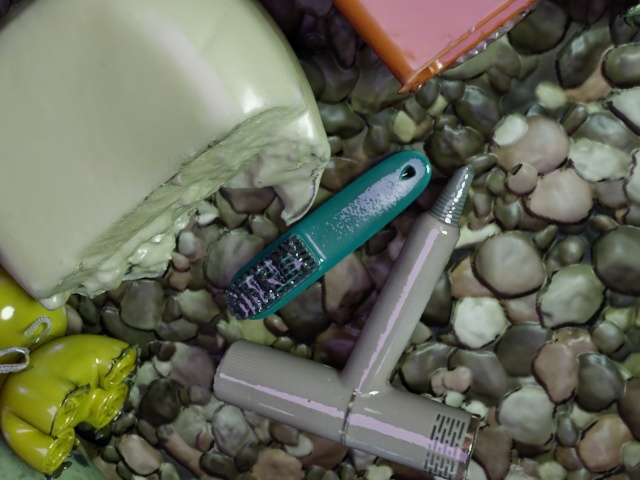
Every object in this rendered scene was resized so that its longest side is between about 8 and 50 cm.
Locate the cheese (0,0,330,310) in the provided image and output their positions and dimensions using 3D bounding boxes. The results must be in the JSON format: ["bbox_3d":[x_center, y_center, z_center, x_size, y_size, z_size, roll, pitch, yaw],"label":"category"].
[{"bbox_3d":[-0.136,-0.076,0.585,0.266,0.127,0.233,-32,92,24],"label":"cheese"}]

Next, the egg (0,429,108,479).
[{"bbox_3d":[-0.246,0.242,0.656,0.177,0.177,0.228,-42,71,21],"label":"egg"}]

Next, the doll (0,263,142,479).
[{"bbox_3d":[-0.254,0.079,0.648,0.221,0.135,0.143,31,123,15],"label":"doll"}]

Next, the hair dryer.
[{"bbox_3d":[0.033,0.043,0.586,0.195,0.054,0.220,15,104,15],"label":"hair dryer"}]

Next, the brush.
[{"bbox_3d":[0.000,0.000,0.601,0.193,0.032,0.043,-38,86,23],"label":"brush"}]

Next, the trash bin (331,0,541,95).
[{"bbox_3d":[0.025,-0.210,0.488,0.184,0.161,0.238,-33,92,21],"label":"trash bin"}]

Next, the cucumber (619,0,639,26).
[{"bbox_3d":[0.162,-0.299,0.455,0.145,0.105,0.325,-28,88,22],"label":"cucumber"}]
